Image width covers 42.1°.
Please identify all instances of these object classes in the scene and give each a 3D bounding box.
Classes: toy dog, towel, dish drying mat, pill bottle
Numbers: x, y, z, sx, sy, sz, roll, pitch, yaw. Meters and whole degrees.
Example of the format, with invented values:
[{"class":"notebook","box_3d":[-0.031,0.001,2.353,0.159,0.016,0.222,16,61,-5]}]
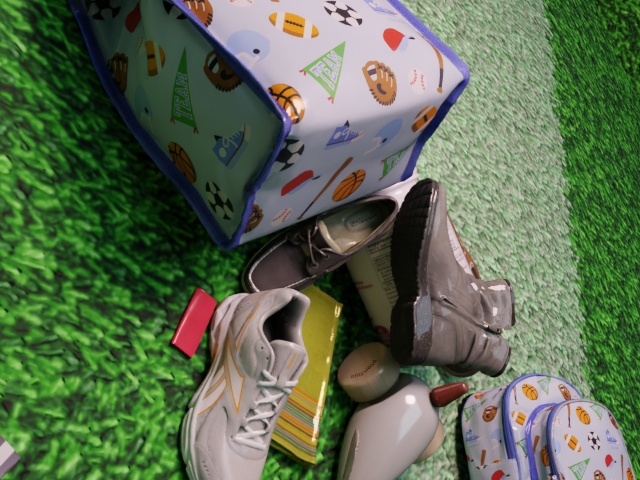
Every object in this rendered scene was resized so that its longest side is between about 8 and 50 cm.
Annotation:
[{"class":"toy dog","box_3d":[0.092,0.275,1.020,0.220,0.161,0.334,35,48,-35]},{"class":"towel","box_3d":[-0.024,0.157,1.054,0.102,0.021,0.237,40,45,-32]},{"class":"dish drying mat","box_3d":[-0.145,0.094,0.952,0.032,0.008,0.083,45,44,-26]},{"class":"pill bottle","box_3d":[0.117,0.022,1.178,0.160,0.160,0.283,-25,92,-52]}]

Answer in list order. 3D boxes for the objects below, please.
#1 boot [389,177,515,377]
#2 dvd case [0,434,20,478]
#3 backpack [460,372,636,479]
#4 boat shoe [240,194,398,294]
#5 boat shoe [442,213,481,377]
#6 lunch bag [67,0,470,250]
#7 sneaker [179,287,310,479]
[{"class":"boot","box_3d":[0.177,0.050,1.078,0.161,0.083,0.246,7,84,-24]},{"class":"dvd case","box_3d":[-0.363,0.151,0.652,0.221,0.018,0.164,55,39,-15]},{"class":"backpack","box_3d":[0.334,0.335,1.259,0.276,0.213,0.263,12,53,-44]},{"class":"boat shoe","box_3d":[0.001,0.001,1.038,0.223,0.073,0.080,-29,82,-16]},{"class":"boat shoe","box_3d":[0.190,0.057,1.304,0.104,0.110,0.307,-28,104,-57]},{"class":"lunch bag","box_3d":[-0.073,-0.230,0.982,0.328,0.239,0.385,-20,61,-42]},{"class":"sneaker","box_3d":[-0.072,0.163,0.911,0.099,0.121,0.262,31,51,-37]}]
